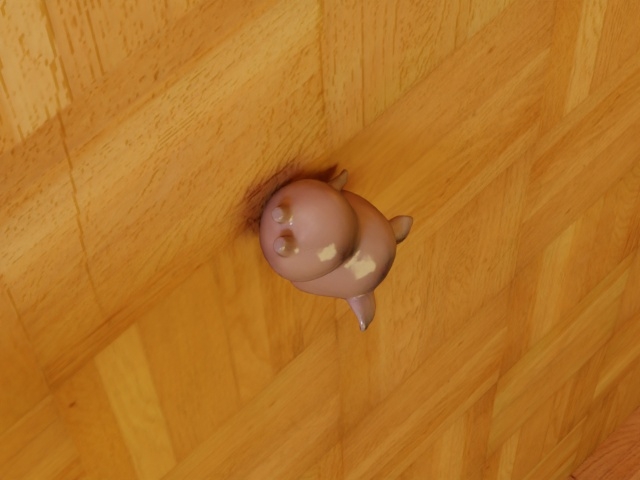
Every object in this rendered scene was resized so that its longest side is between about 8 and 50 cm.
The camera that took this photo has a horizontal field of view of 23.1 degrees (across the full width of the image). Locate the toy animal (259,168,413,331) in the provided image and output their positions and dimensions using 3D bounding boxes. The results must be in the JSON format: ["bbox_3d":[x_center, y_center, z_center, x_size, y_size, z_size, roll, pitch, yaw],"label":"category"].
[{"bbox_3d":[0.005,0.003,1.078,0.083,0.089,0.150,-51,149,14],"label":"toy animal"}]
